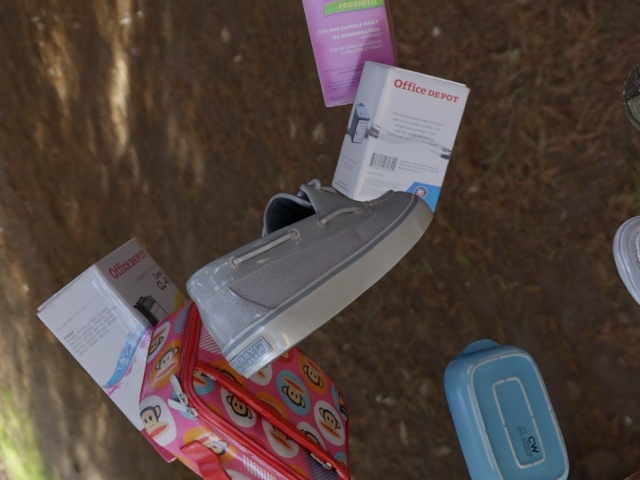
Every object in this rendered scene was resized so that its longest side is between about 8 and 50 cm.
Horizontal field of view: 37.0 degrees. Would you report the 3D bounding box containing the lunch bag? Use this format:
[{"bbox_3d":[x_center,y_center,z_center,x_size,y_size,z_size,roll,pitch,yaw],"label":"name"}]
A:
[{"bbox_3d":[-0.089,0.223,1.186,0.293,0.120,0.258,41,-153,-26],"label":"lunch bag"}]

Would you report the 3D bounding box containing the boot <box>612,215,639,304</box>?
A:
[{"bbox_3d":[0.394,0.066,0.956,0.258,0.095,0.123,55,179,20],"label":"boot"}]

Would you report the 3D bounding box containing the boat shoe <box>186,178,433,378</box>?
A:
[{"bbox_3d":[-0.001,0.001,0.602,0.079,0.227,0.081,-38,89,36],"label":"boat shoe"}]

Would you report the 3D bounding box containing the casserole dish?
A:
[{"bbox_3d":[0.201,0.193,1.009,0.037,0.114,0.189,139,118,-65],"label":"casserole dish"}]

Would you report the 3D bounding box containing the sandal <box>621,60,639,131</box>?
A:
[{"bbox_3d":[0.328,-0.113,0.688,0.060,0.219,0.090,2,-102,-80],"label":"sandal"}]

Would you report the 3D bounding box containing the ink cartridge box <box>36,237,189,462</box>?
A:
[{"bbox_3d":[-0.268,0.165,1.509,0.306,0.131,0.226,51,-169,-5],"label":"ink cartridge box"}]

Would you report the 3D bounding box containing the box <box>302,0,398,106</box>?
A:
[{"bbox_3d":[0.043,-0.363,1.441,0.214,0.117,0.243,-87,-15,-57],"label":"box"}]

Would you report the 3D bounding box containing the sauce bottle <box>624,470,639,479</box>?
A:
[{"bbox_3d":[0.167,0.152,0.428,0.128,0.042,0.042,-91,-13,-70],"label":"sauce bottle"}]

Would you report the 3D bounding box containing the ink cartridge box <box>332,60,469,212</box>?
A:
[{"bbox_3d":[0.113,-0.147,1.364,0.082,0.139,0.191,35,113,61],"label":"ink cartridge box"}]
